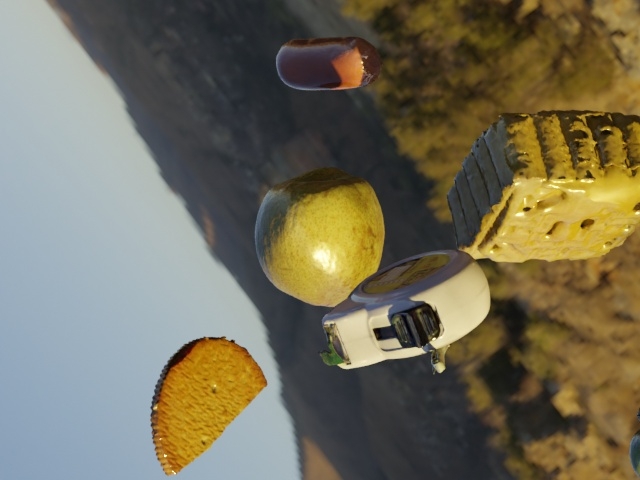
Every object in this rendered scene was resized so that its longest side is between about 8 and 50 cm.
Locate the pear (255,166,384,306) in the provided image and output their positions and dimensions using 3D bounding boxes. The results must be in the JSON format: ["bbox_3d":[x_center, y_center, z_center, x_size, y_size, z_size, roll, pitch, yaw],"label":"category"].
[{"bbox_3d":[0.000,0.000,2.108,0.228,0.188,0.211,-29,-63,-59],"label":"pear"}]

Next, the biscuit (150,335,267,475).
[{"bbox_3d":[-0.147,0.186,1.646,0.025,0.206,0.126,-10,112,40],"label":"biscuit"}]

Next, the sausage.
[{"bbox_3d":[0.010,-0.251,1.914,0.194,0.077,0.077,7,143,47],"label":"sausage"}]

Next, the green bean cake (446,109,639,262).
[{"bbox_3d":[0.295,-0.063,1.707,0.229,0.224,0.131,114,152,-58],"label":"green bean cake"}]

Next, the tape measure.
[{"bbox_3d":[0.118,0.088,1.648,0.196,0.178,0.105,-34,-73,-47],"label":"tape measure"}]

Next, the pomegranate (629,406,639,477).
[{"bbox_3d":[0.496,0.285,1.950,0.122,0.122,0.161,47,-163,-89],"label":"pomegranate"}]
